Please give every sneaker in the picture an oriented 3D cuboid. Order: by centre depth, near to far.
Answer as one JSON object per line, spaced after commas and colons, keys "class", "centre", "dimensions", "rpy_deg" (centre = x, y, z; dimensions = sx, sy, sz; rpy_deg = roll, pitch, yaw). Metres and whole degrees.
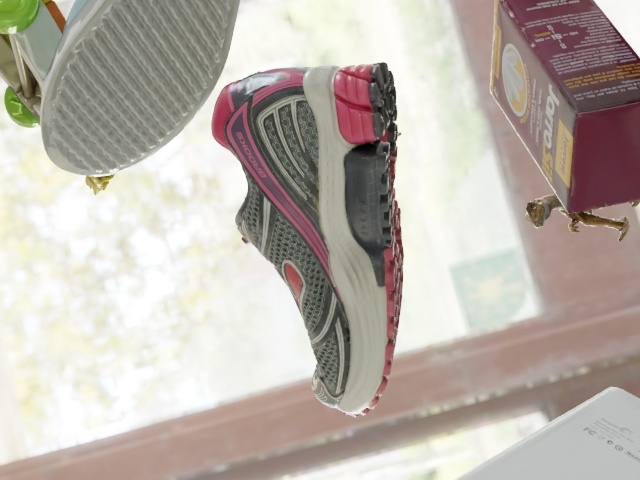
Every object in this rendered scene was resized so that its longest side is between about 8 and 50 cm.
{"class": "sneaker", "centre": [0.000, 0.000, 1.008], "dimensions": [0.121, 0.112, 0.299], "rpy_deg": [-80, -12, -48]}
{"class": "sneaker", "centre": [-0.134, -0.224, 1.208], "dimensions": [0.366, 0.135, 0.150], "rpy_deg": [-58, 29, 26]}

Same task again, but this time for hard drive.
{"class": "hard drive", "centre": [0.264, 0.241, 1.348], "dimensions": [0.203, 0.307, 0.040], "rpy_deg": [29, 124, 35]}

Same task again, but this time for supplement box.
{"class": "supplement box", "centre": [0.211, -0.123, 1.220], "dimensions": [0.188, 0.081, 0.104], "rpy_deg": [-112, 15, -48]}

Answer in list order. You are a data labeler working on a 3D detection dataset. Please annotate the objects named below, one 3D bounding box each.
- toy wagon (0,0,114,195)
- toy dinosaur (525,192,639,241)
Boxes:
{"class": "toy wagon", "centre": [-0.292, -0.193, 1.393], "dimensions": [0.344, 0.068, 0.267], "rpy_deg": [49, 166, 8]}
{"class": "toy dinosaur", "centre": [0.296, -0.044, 1.611], "dimensions": [0.211, 0.112, 0.064], "rpy_deg": [-4, -72, -58]}
